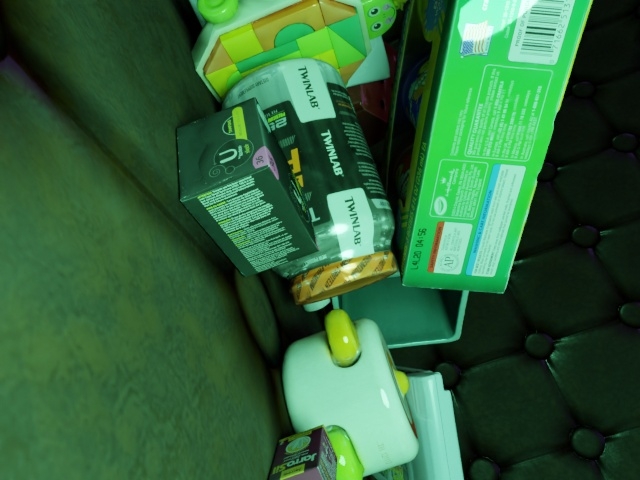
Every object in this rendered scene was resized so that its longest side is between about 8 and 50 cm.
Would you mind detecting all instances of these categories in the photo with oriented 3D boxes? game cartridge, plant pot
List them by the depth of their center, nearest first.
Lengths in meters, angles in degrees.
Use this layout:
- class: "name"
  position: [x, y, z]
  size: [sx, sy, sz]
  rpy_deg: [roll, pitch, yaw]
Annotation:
- class: "game cartridge"
  position: [0.124, 0.305, 0.851]
  size: [0.294, 0.060, 0.195]
  rpy_deg: [153, -73, -69]
- class: "plant pot"
  position: [0.141, 0.047, 1.059]
  size: [0.247, 0.248, 0.252]
  rpy_deg: [82, 2, -47]
- class: "plant pot"
  position: [0.033, -0.331, 1.149]
  size: [0.267, 0.236, 0.267]
  rpy_deg: [7, 80, -56]

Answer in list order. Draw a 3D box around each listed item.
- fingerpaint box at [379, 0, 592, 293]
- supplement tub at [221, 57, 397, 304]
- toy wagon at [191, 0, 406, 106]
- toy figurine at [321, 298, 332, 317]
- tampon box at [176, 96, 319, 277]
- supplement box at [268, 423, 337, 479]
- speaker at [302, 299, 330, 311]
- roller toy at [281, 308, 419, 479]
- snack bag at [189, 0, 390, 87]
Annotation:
- class: "fingerpaint box"
  position: [0.206, -0.207, 0.804]
  size: [0.371, 0.163, 0.444]
  rpy_deg: [-89, -176, -61]
- class: "supplement tub"
  position: [-0.014, -0.084, 0.808]
  size: [0.207, 0.207, 0.337]
  rpy_deg: [42, 28, -77]
- class: "toy wagon"
  position: [-0.021, -0.315, 0.819]
  size: [0.267, 0.345, 0.068]
  rpy_deg: [55, 17, -68]
- class: "toy figurine"
  position: [0.108, 0.096, 1.240]
  size: [0.191, 0.217, 0.362]
  rpy_deg: [63, 9, -49]
- class: "tampon box"
  position: [-0.082, -0.057, 0.610]
  size: [0.161, 0.102, 0.120]
  rpy_deg: [62, 10, -52]
- class: "supplement box"
  position: [-0.016, 0.228, 0.518]
  size: [0.083, 0.055, 0.043]
  rpy_deg: [-69, 137, -81]
- class: "speaker"
  position: [-0.030, 0.057, 0.930]
  size: [0.055, 0.055, 0.136]
  rpy_deg: [-91, 160, -71]
- class: "roller toy"
  position: [0.046, 0.205, 0.694]
  size: [0.191, 0.146, 0.209]
  rpy_deg: [55, 16, -68]
- class: "snack bag"
  position: [-0.056, -0.399, 0.911]
  size: [0.037, 0.323, 0.342]
  rpy_deg: [-78, 151, -48]
